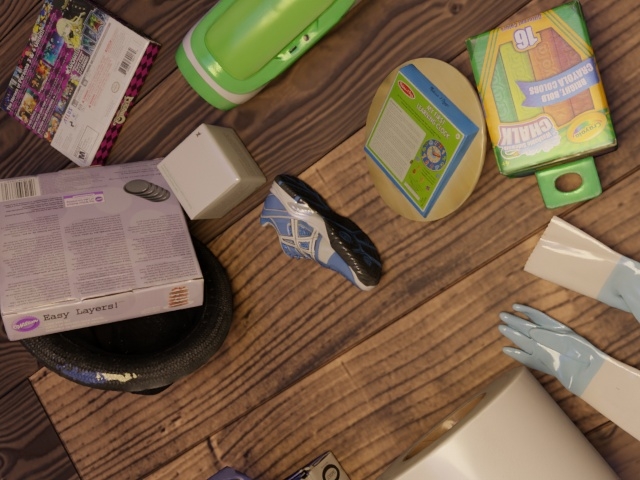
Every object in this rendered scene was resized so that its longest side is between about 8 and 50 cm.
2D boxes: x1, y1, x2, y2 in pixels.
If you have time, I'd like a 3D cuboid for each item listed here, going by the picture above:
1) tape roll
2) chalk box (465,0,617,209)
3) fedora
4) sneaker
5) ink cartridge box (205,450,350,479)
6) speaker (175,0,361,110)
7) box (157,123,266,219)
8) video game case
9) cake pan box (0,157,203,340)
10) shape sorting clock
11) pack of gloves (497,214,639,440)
[{"bbox_3d":[0.199,0.285,0.870,0.246,0.246,0.169,-42,78,19],"label":"tape roll"},{"bbox_3d":[0.269,-0.146,0.874,0.132,0.132,0.213,-16,87,22],"label":"chalk box"},{"bbox_3d":[-0.288,0.111,1.080,0.334,0.334,0.152,31,137,17],"label":"fedora"},{"bbox_3d":[0.000,0.000,1.028,0.211,0.080,0.081,45,114,24],"label":"sneaker"},{"bbox_3d":[-0.004,0.451,0.948,0.151,0.270,0.395,-37,79,16],"label":"ink cartridge box"},{"bbox_3d":[-0.055,-0.309,0.999,0.296,0.131,0.131,-37,80,20],"label":"speaker"},{"bbox_3d":[-0.156,-0.097,1.072,0.102,0.087,0.101,-37,79,20],"label":"box"},{"bbox_3d":[-0.385,-0.259,1.179,0.210,0.042,0.232,34,105,16],"label":"video game case"},{"bbox_3d":[-0.315,0.003,1.019,0.070,0.267,0.246,101,151,-45],"label":"cake pan box"},{"bbox_3d":[0.130,-0.127,0.947,0.206,0.040,0.206,18,112,52],"label":"shape sorting clock"},{"bbox_3d":[0.349,0.105,0.918,0.232,0.046,0.195,32,116,20],"label":"pack of gloves"}]
